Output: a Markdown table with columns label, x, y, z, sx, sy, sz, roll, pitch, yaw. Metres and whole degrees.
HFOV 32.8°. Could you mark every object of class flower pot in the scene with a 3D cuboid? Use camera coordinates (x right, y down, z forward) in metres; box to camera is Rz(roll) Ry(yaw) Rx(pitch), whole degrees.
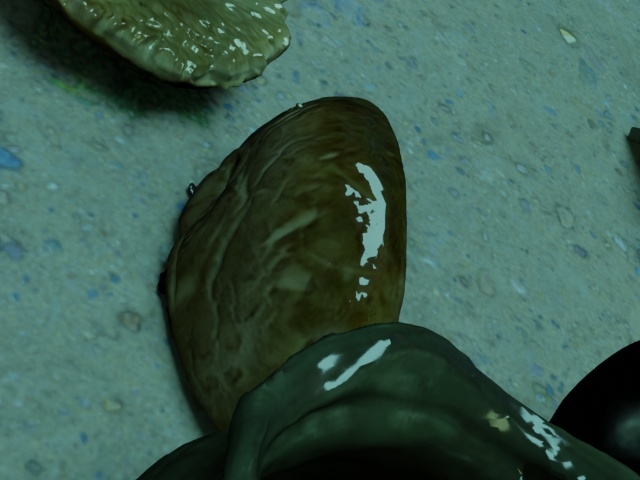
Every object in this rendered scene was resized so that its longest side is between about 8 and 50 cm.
| label | x | y | z | sx | sy | sz | roll | pitch | yaw |
| --- | --- | --- | --- | --- | --- | --- | --- | --- | --- |
| flower pot | 0.029 | 0.207 | 0.468 | 0.301 | 0.213 | 0.302 | 23 | 42 | -23 |

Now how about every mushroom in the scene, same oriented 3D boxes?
| label | x | y | z | sx | sy | sz | roll | pitch | yaw |
| --- | --- | --- | --- | --- | --- | --- | --- | --- | --- |
| mushroom | 0.000 | 0.000 | 0.685 | 0.156 | 0.151 | 0.286 | 22 | 43 | -23 |
| mushroom | -0.056 | -0.230 | 0.761 | 0.208 | 0.301 | 0.233 | 49 | 37 | -53 |

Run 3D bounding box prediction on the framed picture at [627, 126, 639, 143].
| label | x | y | z | sx | sy | sz | roll | pitch | yaw |
| --- | --- | --- | --- | --- | --- | --- | --- | --- | --- |
| framed picture | 0.502 | -0.059 | 1.156 | 0.289 | 0.020 | 0.211 | 17 | 8 | -18 |

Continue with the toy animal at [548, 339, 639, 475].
| label | x | y | z | sx | sy | sz | roll | pitch | yaw |
| --- | --- | --- | --- | --- | --- | --- | --- | --- | --- |
| toy animal | 0.257 | 0.200 | 0.604 | 0.251 | 0.251 | 0.310 | 26 | 17 | -21 |
